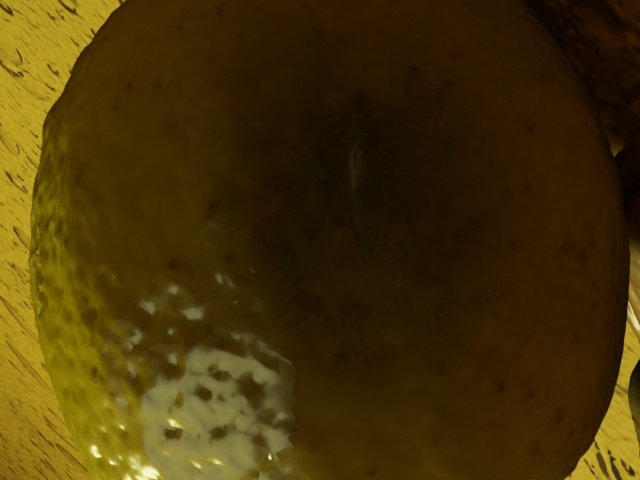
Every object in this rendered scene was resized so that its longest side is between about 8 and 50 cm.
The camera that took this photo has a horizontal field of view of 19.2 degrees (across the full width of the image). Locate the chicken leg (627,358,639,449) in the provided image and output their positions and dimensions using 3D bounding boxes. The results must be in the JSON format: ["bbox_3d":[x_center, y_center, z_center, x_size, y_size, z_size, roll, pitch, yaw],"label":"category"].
[{"bbox_3d":[0.186,0.058,0.743,0.093,0.070,0.178,39,149,-1],"label":"chicken leg"}]

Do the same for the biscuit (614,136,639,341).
[{"bbox_3d":[0.175,0.014,0.802,0.142,0.029,0.221,46,161,5],"label":"biscuit"}]

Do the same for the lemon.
[{"bbox_3d":[0.000,0.000,0.785,0.253,0.253,0.310,150,115,-70],"label":"lemon"}]
